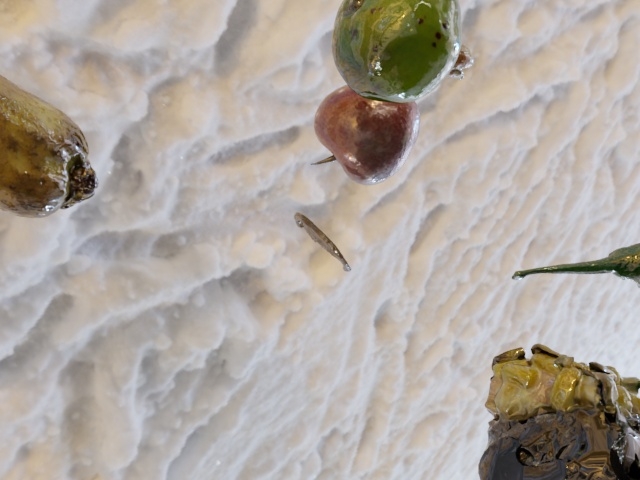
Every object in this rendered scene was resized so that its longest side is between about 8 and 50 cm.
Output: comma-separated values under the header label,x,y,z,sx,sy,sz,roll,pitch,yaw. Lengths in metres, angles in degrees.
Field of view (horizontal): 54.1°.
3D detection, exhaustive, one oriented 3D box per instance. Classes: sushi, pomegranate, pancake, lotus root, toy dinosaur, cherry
label,x,y,z,sx,sy,sz,roll,pitch,yaw
sushi,0.474,0.357,1.162,0.328,0.285,0.328,22,147,-20
pomegranate,0.160,-0.341,1.100,0.302,0.236,0.236,14,110,-44
pancake,0.000,0.000,1.522,0.020,0.190,0.184,-44,130,-7
lotus root,-0.278,-0.097,0.533,0.094,0.108,0.191,-15,141,20
toy dinosaur,0.668,0.026,1.344,0.447,0.087,0.301,-31,139,31
cherry,0.101,-0.248,1.456,0.285,0.213,0.236,-31,115,1
